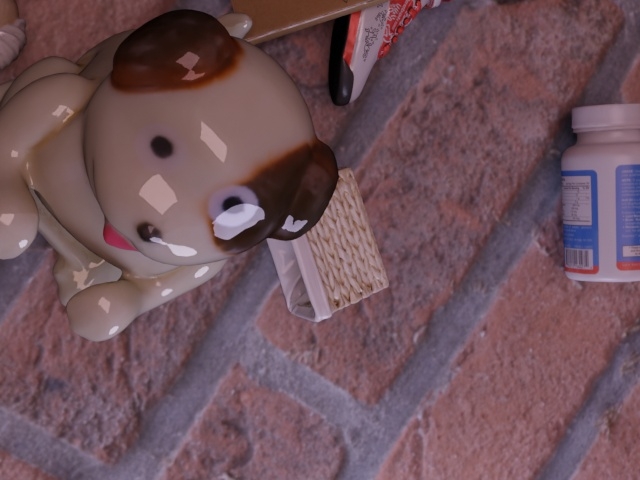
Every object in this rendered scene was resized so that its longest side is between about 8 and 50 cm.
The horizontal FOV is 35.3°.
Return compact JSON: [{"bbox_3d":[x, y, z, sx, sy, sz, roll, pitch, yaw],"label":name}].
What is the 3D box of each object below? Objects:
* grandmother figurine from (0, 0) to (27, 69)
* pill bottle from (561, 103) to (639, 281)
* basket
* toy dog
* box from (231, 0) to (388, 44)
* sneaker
[{"bbox_3d":[-0.360,-0.355,1.093,0.208,0.104,0.342,3,90,14],"label":"grandmother figurine"},{"bbox_3d":[0.373,-0.062,1.291,0.124,0.124,0.221,-3,94,-15],"label":"pill bottle"},{"bbox_3d":[0.000,0.000,1.202,0.103,0.113,0.167,-20,97,-17],"label":"basket"},{"bbox_3d":[-0.151,-0.078,0.993,0.395,0.408,0.284,-38,110,-19],"label":"toy dog"},{"bbox_3d":[-0.015,-0.332,1.171,0.201,0.021,0.164,-16,79,8],"label":"box"},{"bbox_3d":[0.098,-0.287,1.224,0.145,0.090,0.270,9,88,-13],"label":"sneaker"}]
